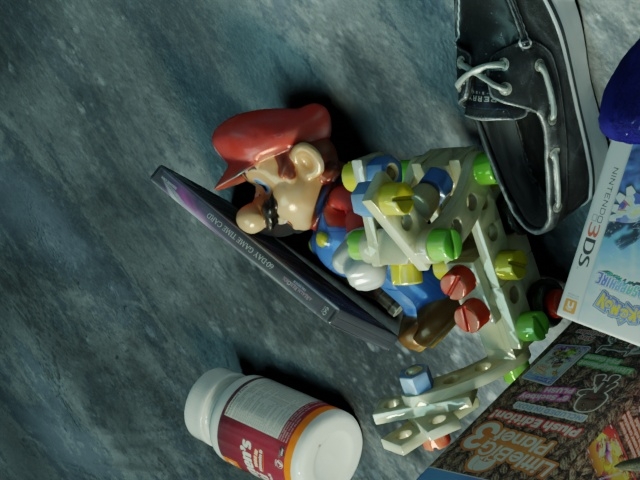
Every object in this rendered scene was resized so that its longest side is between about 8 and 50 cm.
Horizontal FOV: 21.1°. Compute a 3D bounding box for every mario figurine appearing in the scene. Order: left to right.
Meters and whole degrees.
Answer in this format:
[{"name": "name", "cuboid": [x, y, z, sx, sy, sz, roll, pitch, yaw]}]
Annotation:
[{"name": "mario figurine", "cuboid": [0.000, 0.000, 1.800, 0.320, 0.170, 0.198, 44, 135, 1]}]

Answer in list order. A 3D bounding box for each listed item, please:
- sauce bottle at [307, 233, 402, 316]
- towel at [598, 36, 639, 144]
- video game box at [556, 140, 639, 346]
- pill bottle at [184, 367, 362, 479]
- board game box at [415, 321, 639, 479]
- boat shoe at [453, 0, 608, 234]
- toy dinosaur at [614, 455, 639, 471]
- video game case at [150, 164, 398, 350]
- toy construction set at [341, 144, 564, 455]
[{"name": "sauce bottle", "cuboid": [0.043, 0.034, 1.911, 0.128, 0.042, 0.042, 42, 148, 15]}, {"name": "towel", "cuboid": [0.354, -0.156, 1.170, 0.076, 0.227, 0.308, 33, 163, -38]}, {"name": "video game box", "cuboid": [0.314, 0.007, 1.434, 0.205, 0.048, 0.187, 21, 99, 38]}, {"name": "pill bottle", "cuboid": [-0.064, 0.242, 2.193, 0.221, 0.121, 0.121, 19, 137, 40]}, {"name": "board game box", "cuboid": [0.261, 0.239, 1.617, 0.141, 0.291, 0.232, 5, 127, 49]}, {"name": "boat shoe", "cuboid": [0.166, -0.143, 1.506, 0.108, 0.102, 0.301, 13, 134, 44]}, {"name": "toy dinosaur", "cuboid": [0.408, 0.165, 1.433, 0.314, 0.160, 0.121, -13, 143, 34]}, {"name": "video game case", "cuboid": [-0.049, 0.021, 1.912, 0.274, 0.026, 0.196, 39, -176, 24]}, {"name": "toy construction set", "cuboid": [0.125, 0.048, 1.635, 0.151, 0.215, 0.327, 13, 125, 34]}]
